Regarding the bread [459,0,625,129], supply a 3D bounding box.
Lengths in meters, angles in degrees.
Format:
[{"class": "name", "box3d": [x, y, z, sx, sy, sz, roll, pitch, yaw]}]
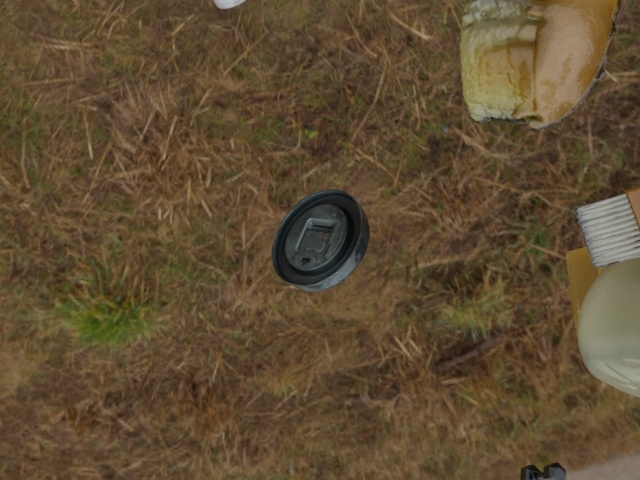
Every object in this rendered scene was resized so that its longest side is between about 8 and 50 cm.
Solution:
[{"class": "bread", "box3d": [0.324, -0.304, 1.017, 0.163, 0.204, 0.262, 24, 84, -50]}]

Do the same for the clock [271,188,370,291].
[{"class": "clock", "box3d": [0.000, 0.000, 1.417, 0.226, 0.226, 0.049, -33, 139, 18]}]

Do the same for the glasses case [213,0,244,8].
[{"class": "glasses case", "box3d": [-0.142, -0.387, 0.993, 0.063, 0.164, 0.041, -28, 137, -1]}]

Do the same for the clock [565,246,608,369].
[{"class": "clock", "box3d": [0.704, 0.185, 1.633, 0.200, 0.317, 0.244, -13, 128, 34]}]

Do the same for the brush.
[{"class": "brush", "box3d": [0.477, -0.046, 0.823, 0.314, 0.090, 0.017, -16, 165, 12]}]

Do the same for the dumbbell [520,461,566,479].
[{"class": "dumbbell", "box3d": [0.372, 0.394, 1.141, 0.036, 0.040, 0.083, 19, 153, -17]}]

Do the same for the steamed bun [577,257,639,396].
[{"class": "steamed bun", "box3d": [0.720, 0.158, 1.199, 0.456, 0.371, 0.289, 24, 77, -34]}]
